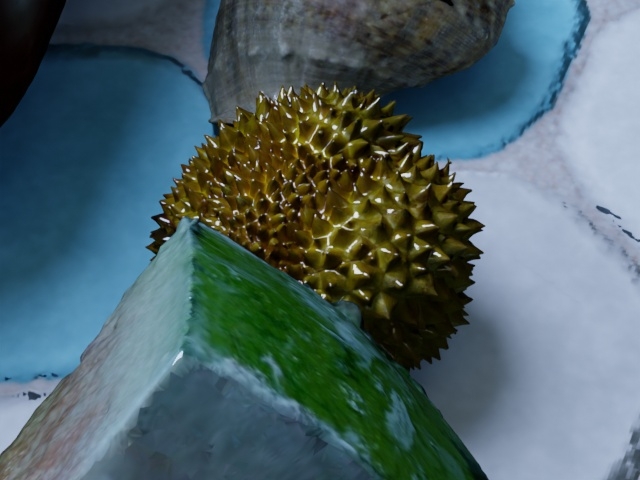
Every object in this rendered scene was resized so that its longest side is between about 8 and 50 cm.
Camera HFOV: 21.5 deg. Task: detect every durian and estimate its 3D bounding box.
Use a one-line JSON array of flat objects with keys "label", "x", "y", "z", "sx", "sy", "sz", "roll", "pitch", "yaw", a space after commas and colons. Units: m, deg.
[{"label": "durian", "x": 0.000, "y": 0.000, "z": 0.810, "sx": 0.158, "sy": 0.137, "sz": 0.168, "roll": 22, "pitch": 44, "yaw": 38}]

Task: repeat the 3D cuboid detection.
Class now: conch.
[{"label": "conch", "x": 0.012, "y": -0.125, "z": 0.938, "sx": 0.207, "sy": 0.130, "sz": 0.155, "roll": -49, "pitch": 32, "yaw": -7}]

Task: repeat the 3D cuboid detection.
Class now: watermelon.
[{"label": "watermelon", "x": -0.016, "y": 0.161, "z": 0.631, "sx": 0.264, "sy": 0.151, "sz": 0.302, "roll": 47, "pitch": 69, "yaw": -15}]

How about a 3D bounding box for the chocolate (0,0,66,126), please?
[{"label": "chocolate", "x": -0.253, "y": -0.183, "z": 0.829, "sx": 0.383, "sy": 0.384, "sz": 0.331, "roll": 4, "pitch": 69, "yaw": 1}]
